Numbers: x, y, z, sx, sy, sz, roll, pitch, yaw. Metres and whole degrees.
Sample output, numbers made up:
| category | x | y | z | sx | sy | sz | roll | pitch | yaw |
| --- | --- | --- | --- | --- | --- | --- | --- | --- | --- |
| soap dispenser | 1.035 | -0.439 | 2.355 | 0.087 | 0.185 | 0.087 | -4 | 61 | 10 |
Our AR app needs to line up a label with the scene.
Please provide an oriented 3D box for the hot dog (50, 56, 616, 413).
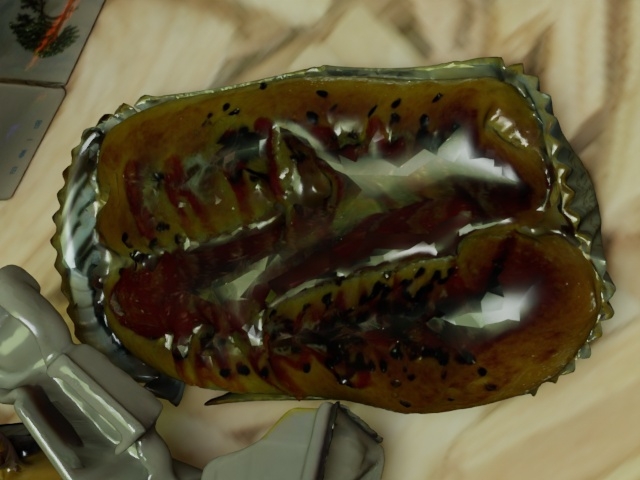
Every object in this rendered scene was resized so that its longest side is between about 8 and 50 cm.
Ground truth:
| category | x | y | z | sx | sy | sz | roll | pitch | yaw |
| --- | --- | --- | --- | --- | --- | --- | --- | --- | --- |
| hot dog | 0.000 | 0.000 | 0.693 | 0.270 | 0.082 | 0.163 | -3 | 93 | 22 |

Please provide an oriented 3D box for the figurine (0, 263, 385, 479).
| category | x | y | z | sx | sy | sz | roll | pitch | yaw |
| --- | --- | --- | --- | --- | --- | --- | --- | --- | --- |
| figurine | -0.107 | 0.157 | 0.712 | 0.308 | 0.143 | 0.308 | 3 | 97 | 22 |

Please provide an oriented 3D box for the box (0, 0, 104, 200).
| category | x | y | z | sx | sy | sz | roll | pitch | yaw |
| --- | --- | --- | --- | --- | --- | --- | --- | --- | --- |
| box | -0.162 | -0.128 | 0.705 | 0.067 | 0.149 | 0.233 | 33 | 105 | 18 |
